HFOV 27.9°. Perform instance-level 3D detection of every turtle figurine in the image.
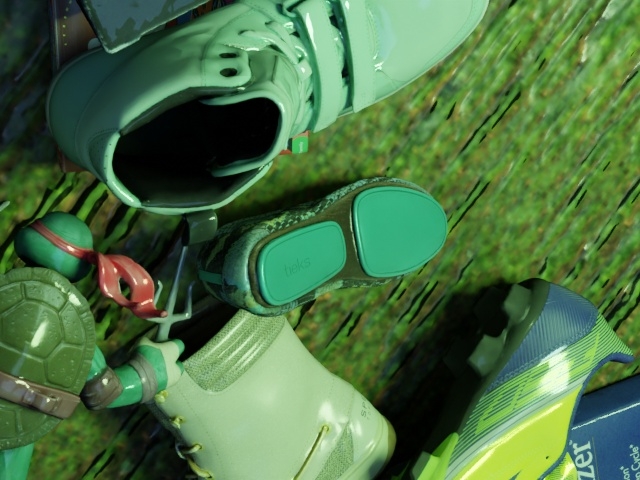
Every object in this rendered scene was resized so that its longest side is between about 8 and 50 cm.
[{"bbox_3d":[-0.167,0.064,0.672,0.175,0.118,0.234,27,87,-3],"label":"turtle figurine"}]

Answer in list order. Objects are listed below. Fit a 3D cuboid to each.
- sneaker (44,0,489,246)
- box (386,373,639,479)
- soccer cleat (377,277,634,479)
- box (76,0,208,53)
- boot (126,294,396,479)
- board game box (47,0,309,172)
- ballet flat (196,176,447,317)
[{"bbox_3d":[-0.005,-0.080,0.653,0.256,0.151,0.094,-23,117,-11],"label":"sneaker"},{"bbox_3d":[0.165,0.186,0.924,0.225,0.036,0.136,-18,117,-10],"label":"box"},{"bbox_3d":[0.103,0.162,0.821,0.121,0.093,0.289,32,82,-9],"label":"soccer cleat"},{"bbox_3d":[-0.073,-0.199,0.610,0.156,0.093,0.158,-28,117,-7],"label":"box"},{"bbox_3d":[-0.075,0.138,0.794,0.213,0.077,0.165,-42,120,-5],"label":"boot"},{"bbox_3d":[-0.075,-0.177,0.688,0.145,0.027,0.281,-6,114,-16],"label":"board game box"},{"bbox_3d":[0.000,0.000,0.761,0.188,0.070,0.070,-11,120,-50],"label":"ballet flat"}]
